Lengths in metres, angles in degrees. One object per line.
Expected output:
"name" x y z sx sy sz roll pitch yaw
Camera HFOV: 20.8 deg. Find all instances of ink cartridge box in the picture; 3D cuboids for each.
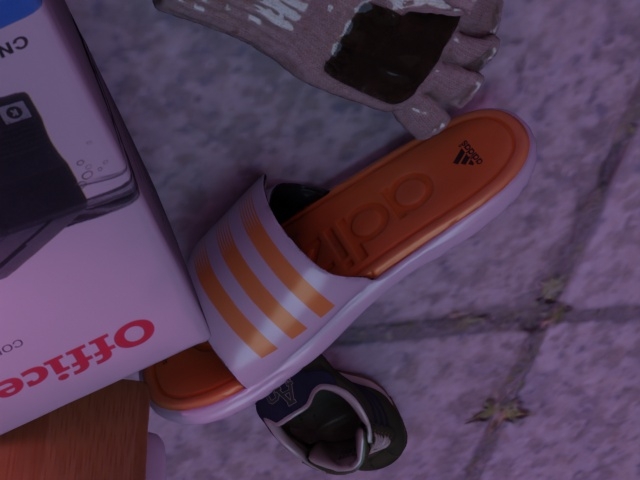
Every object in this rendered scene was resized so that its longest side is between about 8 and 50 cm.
"ink cartridge box" -0.209 -0.038 0.809 0.223 0.129 0.307 -25 138 -2

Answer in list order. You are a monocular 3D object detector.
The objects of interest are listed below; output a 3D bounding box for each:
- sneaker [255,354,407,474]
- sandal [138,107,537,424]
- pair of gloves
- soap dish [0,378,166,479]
"sneaker" 0.007 0.120 1.105 0.064 0.086 0.192 -34 138 9
"sandal" -0.004 -0.007 0.975 0.265 0.102 0.076 -37 136 -1
"pair of gloves" 0.057 -0.167 0.879 0.204 0.042 0.240 23 118 -40
"soap dish" -0.218 0.214 0.941 0.291 0.229 0.118 -31 130 29
